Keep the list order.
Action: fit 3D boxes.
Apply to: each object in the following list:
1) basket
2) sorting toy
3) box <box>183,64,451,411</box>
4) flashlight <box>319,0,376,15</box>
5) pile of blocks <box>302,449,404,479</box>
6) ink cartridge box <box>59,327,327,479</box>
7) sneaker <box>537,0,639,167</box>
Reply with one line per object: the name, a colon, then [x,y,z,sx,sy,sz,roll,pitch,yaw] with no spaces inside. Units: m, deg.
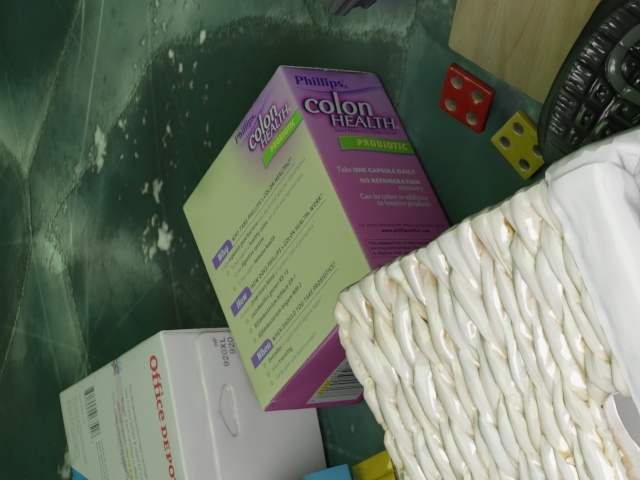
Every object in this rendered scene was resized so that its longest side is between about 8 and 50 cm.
basket: [0.235,0.102,0.841,0.266,0.331,0.328,-30,79,52]
sorting toy: [0.174,-0.176,1.169,0.132,0.046,0.274,35,139,25]
box: [0.000,0.000,1.383,0.213,0.117,0.243,-52,51,40]
flashlight: [0.081,-0.298,1.260,0.103,0.103,0.304,-64,9,-28]
pile of blocks: [-0.005,0.289,1.362,0.362,0.149,0.112,-39,59,46]
ink cartridge box: [-0.132,0.201,1.518,0.233,0.168,0.171,-30,67,50]
sneaker: [0.240,-0.158,1.011,0.286,0.109,0.130,-52,14,-5]
